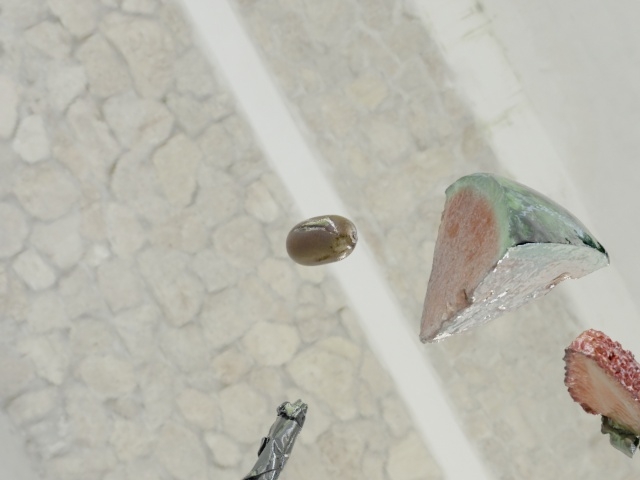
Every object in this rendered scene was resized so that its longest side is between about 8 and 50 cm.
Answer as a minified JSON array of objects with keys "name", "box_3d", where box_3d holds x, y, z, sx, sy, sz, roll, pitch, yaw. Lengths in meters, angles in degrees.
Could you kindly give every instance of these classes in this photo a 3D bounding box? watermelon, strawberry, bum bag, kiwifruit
[{"name":"watermelon","box_3d":[0.158,-0.002,0.909,0.207,0.202,0.136,37,-22,50]},{"name":"strawberry","box_3d":[0.489,0.236,1.458,0.188,0.106,0.286,19,-31,49]},{"name":"bum bag","box_3d":[-0.076,0.326,1.425,0.049,0.198,0.087,43,-37,-21]},{"name":"kiwifruit","box_3d":[0.000,0.000,1.384,0.124,0.075,0.075,-11,-66,40]}]
